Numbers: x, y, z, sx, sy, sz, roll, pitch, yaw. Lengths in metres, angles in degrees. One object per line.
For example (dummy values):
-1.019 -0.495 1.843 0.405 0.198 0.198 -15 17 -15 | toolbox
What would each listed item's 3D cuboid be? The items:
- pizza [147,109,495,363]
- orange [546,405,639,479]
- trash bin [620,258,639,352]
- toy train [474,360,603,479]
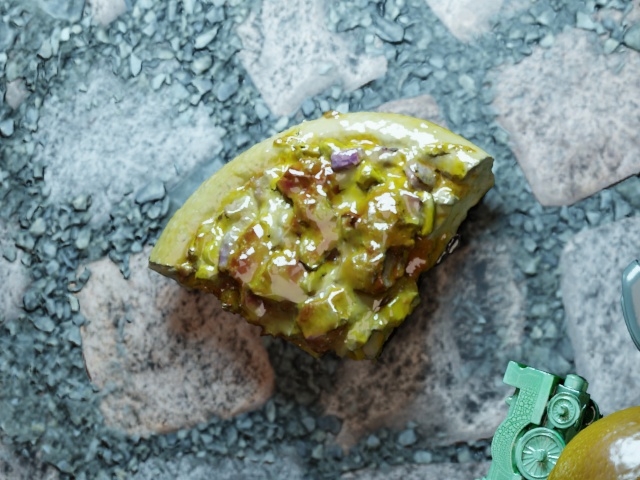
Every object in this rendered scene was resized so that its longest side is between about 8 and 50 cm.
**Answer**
0.000 0.000 1.938 0.409 0.114 0.278 -12 76 22 | pizza
0.333 0.272 1.701 0.264 0.264 0.264 -2 84 21 | orange
0.417 0.044 1.776 0.236 0.101 0.177 -46 70 9 | trash bin
0.220 0.217 1.850 0.104 0.071 0.178 18 90 29 | toy train
